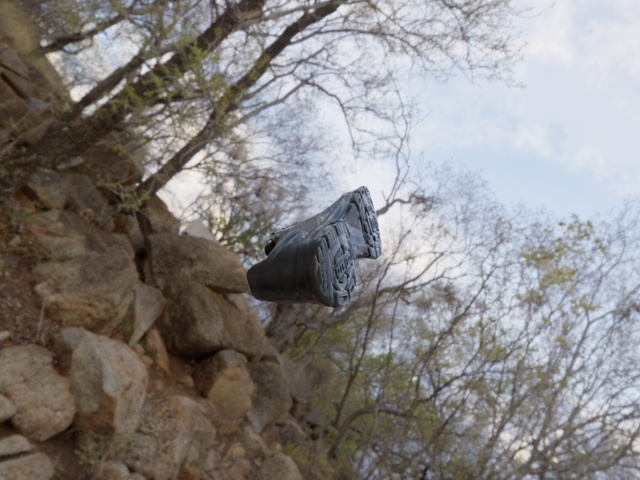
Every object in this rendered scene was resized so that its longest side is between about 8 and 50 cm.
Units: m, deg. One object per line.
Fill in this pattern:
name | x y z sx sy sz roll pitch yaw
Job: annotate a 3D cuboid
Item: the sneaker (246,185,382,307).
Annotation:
sneaker | 0.000 0.000 0.648 0.130 0.286 0.109 -9 -78 24
